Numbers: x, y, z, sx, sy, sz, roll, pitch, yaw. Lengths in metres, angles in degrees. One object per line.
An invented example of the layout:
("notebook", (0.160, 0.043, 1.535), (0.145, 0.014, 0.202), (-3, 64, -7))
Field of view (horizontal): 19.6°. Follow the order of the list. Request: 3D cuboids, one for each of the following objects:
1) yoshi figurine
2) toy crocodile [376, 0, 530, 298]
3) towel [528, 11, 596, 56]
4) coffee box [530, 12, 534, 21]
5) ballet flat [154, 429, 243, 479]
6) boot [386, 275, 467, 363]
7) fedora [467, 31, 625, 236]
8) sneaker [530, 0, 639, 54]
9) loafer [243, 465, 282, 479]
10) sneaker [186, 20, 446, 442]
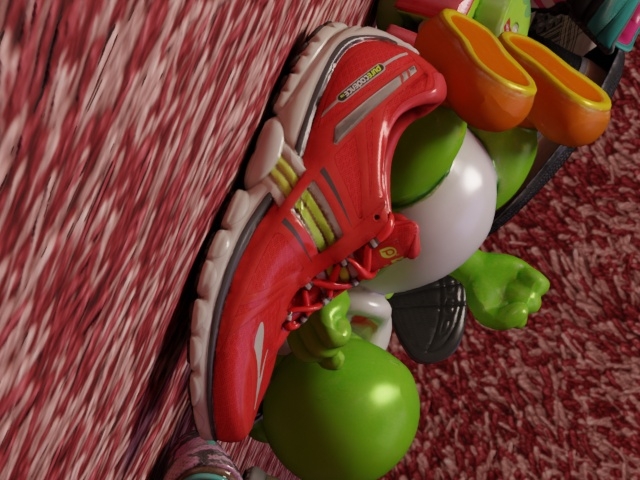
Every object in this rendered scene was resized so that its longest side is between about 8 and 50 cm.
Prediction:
("yoshi figurine", (0.059, 0.033, 1.293), (0.362, 0.204, 0.203), (-54, -172, 21))
("toy crocodile", (0.074, -0.121, 1.456), (0.105, 0.115, 0.340), (33, 76, -65))
("towel", (0.265, -0.251, 2.339), (0.312, 0.056, 0.324), (-17, -130, 50))
("coffee box", (0.224, -0.313, 2.265), (0.141, 0.098, 0.246), (92, 20, -73))
("ballet flat", (-0.108, 0.232, 1.307), (0.079, 0.077, 0.221), (-107, -146, -66))
("boot", (0.083, 0.035, 1.907), (0.178, 0.085, 0.236), (108, -30, -67))
("fedora", (0.184, -0.138, 2.078), (0.334, 0.152, 0.334), (-50, -172, 10))
("sneaker", (0.252, -0.259, 1.920), (0.123, 0.178, 0.295), (-60, -165, -26))
("loafer", (-0.055, 0.321, 2.061), (0.251, 0.087, 0.094), (94, 18, -73))
("sneaker", (0.000, 0.000, 1.138), (0.107, 0.118, 0.279), (70, 41, -80))
